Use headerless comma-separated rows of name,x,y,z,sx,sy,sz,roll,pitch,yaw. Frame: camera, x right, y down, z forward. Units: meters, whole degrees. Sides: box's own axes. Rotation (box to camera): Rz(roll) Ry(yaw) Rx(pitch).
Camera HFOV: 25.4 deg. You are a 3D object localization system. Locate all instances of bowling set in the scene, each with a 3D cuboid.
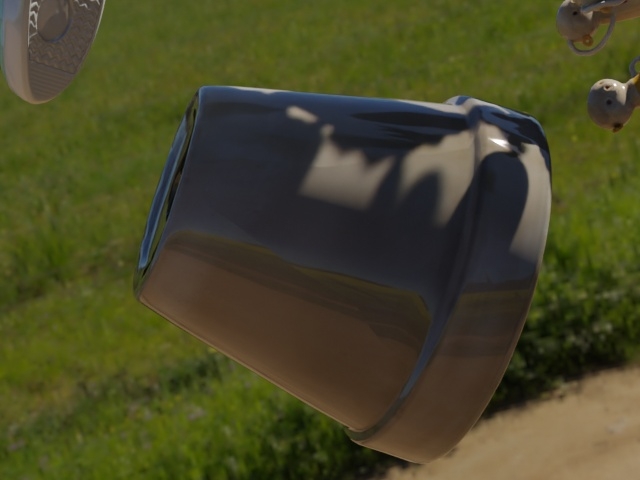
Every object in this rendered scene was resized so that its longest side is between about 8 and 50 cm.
bowling set,0.254,-0.259,1.234,0.154,0.200,0.287,-24,42,15

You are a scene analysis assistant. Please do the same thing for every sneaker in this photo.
sneaker,-0.244,-0.234,1.051,0.151,0.255,0.094,12,20,29

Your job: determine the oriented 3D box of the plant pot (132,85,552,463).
plant pot,0.000,0.000,1.216,0.280,0.323,0.323,18,11,-11
